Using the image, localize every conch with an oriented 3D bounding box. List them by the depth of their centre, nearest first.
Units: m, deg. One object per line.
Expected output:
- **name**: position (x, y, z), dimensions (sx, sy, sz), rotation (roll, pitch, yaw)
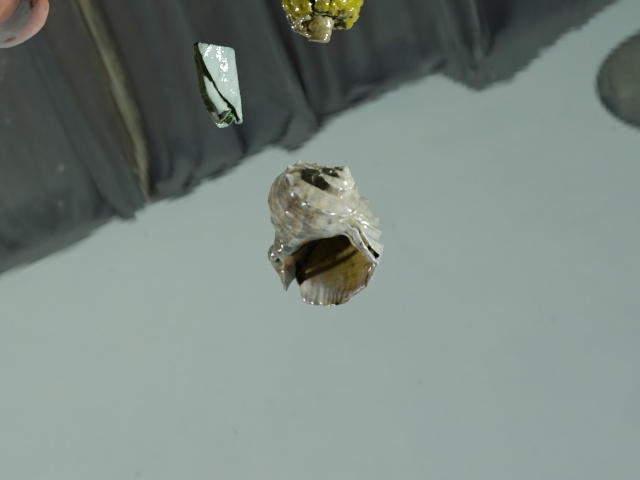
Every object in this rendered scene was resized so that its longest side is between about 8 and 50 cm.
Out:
- **conch**: position (0.000, 0.000, 1.654), dimensions (0.130, 0.207, 0.155), rotation (-7, 48, -37)

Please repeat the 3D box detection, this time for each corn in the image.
- **corn**: position (0.002, -0.341, 1.612), dimensions (0.097, 0.097, 0.262), rotation (-3, 76, 20)

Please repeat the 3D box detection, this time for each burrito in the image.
- **burrito**: position (-0.142, -0.215, 2.017), dimensions (0.044, 0.118, 0.074), rotation (-7, -2, 39)

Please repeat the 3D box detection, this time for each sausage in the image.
- **sausage**: position (-0.403, -0.294, 1.760), dimensions (0.113, 0.114, 0.259), rotation (-18, -3, 2)
